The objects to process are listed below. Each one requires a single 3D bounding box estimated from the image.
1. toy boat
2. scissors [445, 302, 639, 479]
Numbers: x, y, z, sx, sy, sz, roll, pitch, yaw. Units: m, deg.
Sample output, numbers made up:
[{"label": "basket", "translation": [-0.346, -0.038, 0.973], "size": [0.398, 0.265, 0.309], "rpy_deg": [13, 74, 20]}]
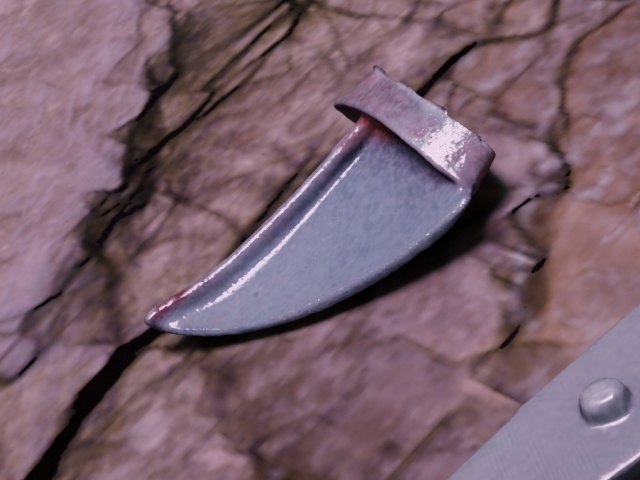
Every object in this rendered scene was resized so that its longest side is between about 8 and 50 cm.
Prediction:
[{"label": "toy boat", "translation": [0.000, 0.001, 0.631], "size": [0.122, 0.034, 0.096], "rpy_deg": [-47, 36, -3]}, {"label": "scissors", "translation": [0.112, 0.023, 0.503], "size": [0.447, 0.029, 0.192], "rpy_deg": [-38, 34, -5]}]
